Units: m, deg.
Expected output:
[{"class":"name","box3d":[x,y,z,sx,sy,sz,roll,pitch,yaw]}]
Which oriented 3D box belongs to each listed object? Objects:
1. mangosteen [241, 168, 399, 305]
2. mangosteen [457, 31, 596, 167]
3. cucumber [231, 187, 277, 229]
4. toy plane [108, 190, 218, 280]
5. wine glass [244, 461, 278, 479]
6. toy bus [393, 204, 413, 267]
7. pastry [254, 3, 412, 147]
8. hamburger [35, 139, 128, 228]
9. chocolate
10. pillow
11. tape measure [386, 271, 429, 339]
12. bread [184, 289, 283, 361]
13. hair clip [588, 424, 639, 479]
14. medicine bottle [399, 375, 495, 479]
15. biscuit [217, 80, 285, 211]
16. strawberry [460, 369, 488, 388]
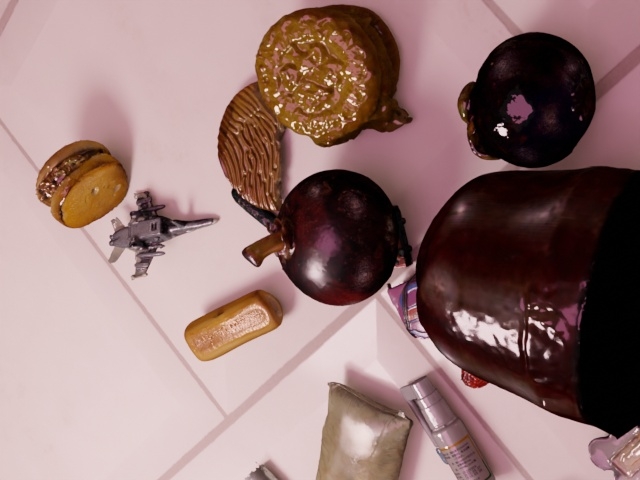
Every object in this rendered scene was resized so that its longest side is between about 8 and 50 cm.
[{"class":"mangosteen","box3d":[-0.005,-0.004,1.350,0.235,0.262,0.235,23,116,61]},{"class":"mangosteen","box3d":[0.289,-0.201,1.189,0.230,0.194,0.194,2,107,54]},{"class":"cucumber","box3d":[-0.124,-0.058,1.562,0.133,0.032,0.032,38,120,16]},{"class":"toy plane","box3d":[-0.332,-0.023,1.669,0.262,0.088,0.192,-14,69,30]},{"class":"wine glass","box3d":[-0.065,0.577,1.695,0.262,0.074,0.074,49,123,12]},{"class":"toy bus","box3d":[0.130,-0.006,1.423,0.043,0.031,0.110,-9,98,35]},{"class":"pastry","box3d":[0.008,-0.274,1.357,0.240,0.132,0.235,-8,99,34]},{"class":"hamburger","box3d":[-0.504,-0.119,1.680,0.118,0.191,0.181,38,128,19]},{"class":"chocolate","box3d":[0.316,0.063,1.171,0.331,0.384,0.383,12,111,46]},{"class":"pillow","box3d":[0.073,0.421,1.559,0.185,0.075,0.302,21,117,27]},{"class":"tape measure","box3d":[0.188,0.106,1.397,0.118,0.074,0.125,-27,84,40]},{"class":"bread","box3d":[-0.171,0.169,1.633,0.239,0.074,0.092,-27,94,34]},{"class":"hair clip","box3d":[0.527,0.298,1.253,0.146,0.075,0.257,42,128,17]},{"class":"medicine bottle","box3d":[0.224,0.350,1.459,0.220,0.061,0.092,60,143,4]},{"class":"biscuit","box3d":[-0.115,-0.166,1.514,0.176,0.031,0.228,-31,87,28]},{"class":"strawberry","box3d":[0.276,0.220,1.382,0.083,0.073,0.073,3,106,13]}]
